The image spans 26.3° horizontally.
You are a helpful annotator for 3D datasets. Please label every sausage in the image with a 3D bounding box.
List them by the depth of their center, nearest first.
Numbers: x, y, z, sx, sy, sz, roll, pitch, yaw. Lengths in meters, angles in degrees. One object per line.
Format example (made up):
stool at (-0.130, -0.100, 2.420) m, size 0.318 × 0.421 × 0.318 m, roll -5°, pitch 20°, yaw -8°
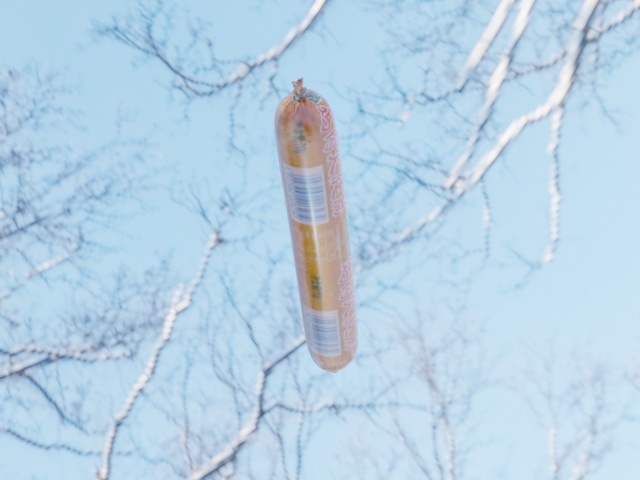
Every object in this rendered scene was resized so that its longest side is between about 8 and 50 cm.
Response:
sausage at (0.000, 0.000, 1.215) m, size 0.053 × 0.053 × 0.347 m, roll -21°, pitch -46°, yaw -14°
